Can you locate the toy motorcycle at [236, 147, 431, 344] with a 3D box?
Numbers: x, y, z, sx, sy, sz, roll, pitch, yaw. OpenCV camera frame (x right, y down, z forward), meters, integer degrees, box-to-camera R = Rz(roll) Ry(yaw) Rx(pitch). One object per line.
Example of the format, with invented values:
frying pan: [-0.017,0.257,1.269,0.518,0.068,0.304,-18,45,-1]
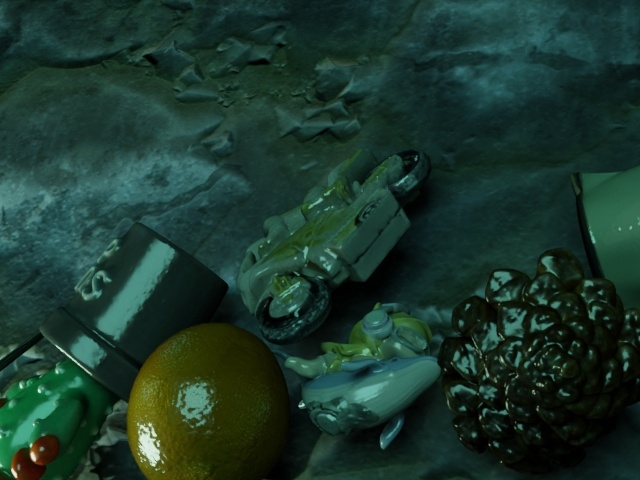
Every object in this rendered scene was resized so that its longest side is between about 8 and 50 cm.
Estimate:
toy motorcycle: [0.000,0.000,1.307,0.223,0.108,0.341,0,43,51]

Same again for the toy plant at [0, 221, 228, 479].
toy plant: [-0.294,0.174,1.281,0.279,0.185,0.400,27,78,47]

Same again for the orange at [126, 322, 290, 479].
orange: [-0.125,0.194,1.161,0.206,0.206,0.206,-10,55,15]

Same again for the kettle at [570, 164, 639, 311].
kettle: [0.427,0.002,1.123,0.255,0.165,0.240,-18,83,19]

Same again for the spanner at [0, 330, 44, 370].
spanner: [-0.386,0.137,1.346,0.015,0.054,0.254,40,34,4]

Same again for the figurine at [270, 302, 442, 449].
figurine: [0.046,0.153,1.192,0.208,0.128,0.184,-5,33,33]

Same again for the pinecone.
pinecone: [0.233,0.135,1.085,0.229,0.201,0.202,-34,57,1]
